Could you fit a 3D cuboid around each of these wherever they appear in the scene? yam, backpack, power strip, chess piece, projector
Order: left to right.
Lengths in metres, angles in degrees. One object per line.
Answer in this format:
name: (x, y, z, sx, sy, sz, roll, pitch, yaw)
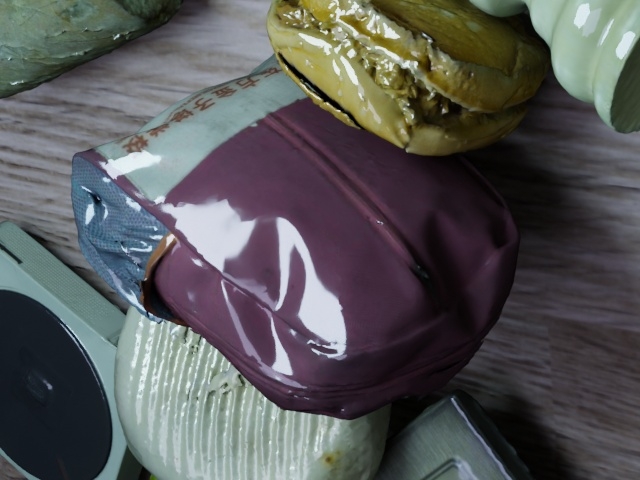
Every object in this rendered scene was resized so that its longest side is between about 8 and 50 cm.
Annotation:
yam: (-0.239, -0.230, 1.427, 0.268, 0.161, 0.161, -17, 99, 45)
projector: (-0.280, 0.144, 1.695, 0.257, 0.079, 0.259, 38, 130, 21)
backpack: (0.000, 0.000, 1.225, 0.317, 0.283, 0.197, 40, 153, 32)
power strip: (0.133, 0.277, 1.402, 0.257, 0.092, 0.251, 54, 137, 7)
chess piece: (0.157, -0.200, 1.131, 0.251, 0.144, 0.144, 40, 131, 27)

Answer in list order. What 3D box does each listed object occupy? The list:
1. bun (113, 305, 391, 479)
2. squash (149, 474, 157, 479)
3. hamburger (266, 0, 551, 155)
bun: (-0.048, 0.116, 1.406, 0.273, 0.168, 0.273, -3, 84, 27)
squash: (-0.100, 0.300, 1.595, 0.220, 0.133, 0.220, 25, 130, 34)
hamburger: (0.063, -0.151, 1.187, 0.214, 0.214, 0.108, 37, 118, 21)
